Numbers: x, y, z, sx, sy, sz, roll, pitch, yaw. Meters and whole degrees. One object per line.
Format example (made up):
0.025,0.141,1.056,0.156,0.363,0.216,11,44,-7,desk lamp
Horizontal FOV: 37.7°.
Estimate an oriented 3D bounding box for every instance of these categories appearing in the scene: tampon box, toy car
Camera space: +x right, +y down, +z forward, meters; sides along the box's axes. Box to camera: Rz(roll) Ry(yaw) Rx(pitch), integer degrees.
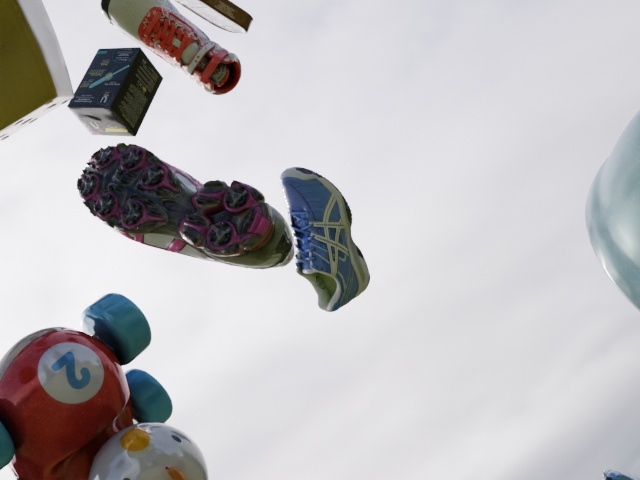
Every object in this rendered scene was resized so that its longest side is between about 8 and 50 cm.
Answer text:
-0.427,-0.310,1.965,0.101,0.121,0.161,54,-131,-50,tampon box
-0.188,0.201,0.888,0.219,0.238,0.210,-42,-43,-39,toy car

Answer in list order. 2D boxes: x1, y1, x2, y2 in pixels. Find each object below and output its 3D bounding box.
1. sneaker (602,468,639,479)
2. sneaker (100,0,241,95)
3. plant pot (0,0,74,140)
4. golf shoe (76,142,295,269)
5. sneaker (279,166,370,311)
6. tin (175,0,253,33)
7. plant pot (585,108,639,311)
0.429,0.331,1.216,0.162,0.063,0.073,26,-38,-28,sneaker
-0.227,-0.324,1.518,0.090,0.145,0.270,-55,-27,2,sneaker
-0.488,-0.256,1.391,0.212,0.187,0.212,-30,9,1,plant pot
-0.105,-0.017,0.714,0.067,0.186,0.086,-63,-28,-11,golf shoe
0.000,0.000,1.246,0.081,0.080,0.211,-46,-62,-43,sneaker
-0.220,-0.474,1.909,0.190,0.106,0.040,25,-100,-43,tin
0.387,-0.061,0.758,0.293,0.293,0.196,-26,-36,-28,plant pot
